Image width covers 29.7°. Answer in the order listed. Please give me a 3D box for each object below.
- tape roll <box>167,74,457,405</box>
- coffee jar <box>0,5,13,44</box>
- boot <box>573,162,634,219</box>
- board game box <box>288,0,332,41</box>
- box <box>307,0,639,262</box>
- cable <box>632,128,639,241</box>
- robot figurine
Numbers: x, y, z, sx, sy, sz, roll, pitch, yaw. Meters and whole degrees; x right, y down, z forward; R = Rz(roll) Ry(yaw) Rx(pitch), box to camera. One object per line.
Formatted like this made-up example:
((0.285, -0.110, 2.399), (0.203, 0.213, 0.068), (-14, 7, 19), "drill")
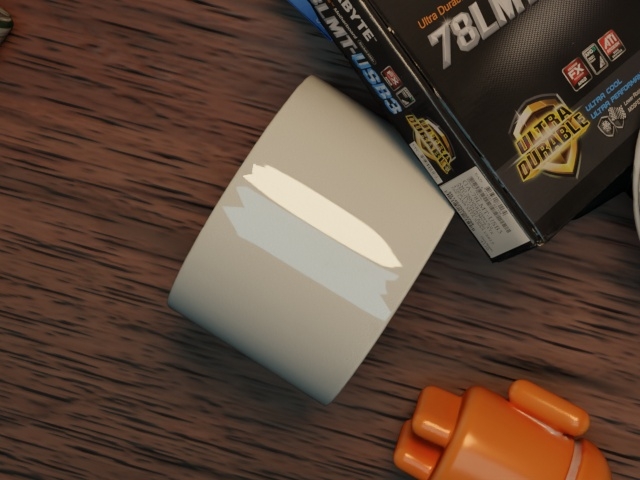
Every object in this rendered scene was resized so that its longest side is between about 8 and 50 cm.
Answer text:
((0.000, 0.000, 1.066), (0.169, 0.246, 0.246), (32, 103, 1), "tape roll")
((-0.384, -0.164, 1.169), (0.096, 0.079, 0.184), (36, 102, -3), "coffee jar")
((0.292, -0.044, 1.123), (0.099, 0.045, 0.121), (37, 102, -4), "boot")
((-0.013, -0.312, 1.100), (0.210, 0.047, 0.160), (43, 110, -2), "board game box")
((0.166, -0.180, 1.012), (0.295, 0.073, 0.293), (-37, 96, -31), "box")
((0.374, -0.067, 1.017), (0.257, 0.089, 0.257), (-33, 120, -20), "cable")
((0.181, 0.219, 1.142), (0.219, 0.128, 0.158), (27, 77, 2), "robot figurine")
